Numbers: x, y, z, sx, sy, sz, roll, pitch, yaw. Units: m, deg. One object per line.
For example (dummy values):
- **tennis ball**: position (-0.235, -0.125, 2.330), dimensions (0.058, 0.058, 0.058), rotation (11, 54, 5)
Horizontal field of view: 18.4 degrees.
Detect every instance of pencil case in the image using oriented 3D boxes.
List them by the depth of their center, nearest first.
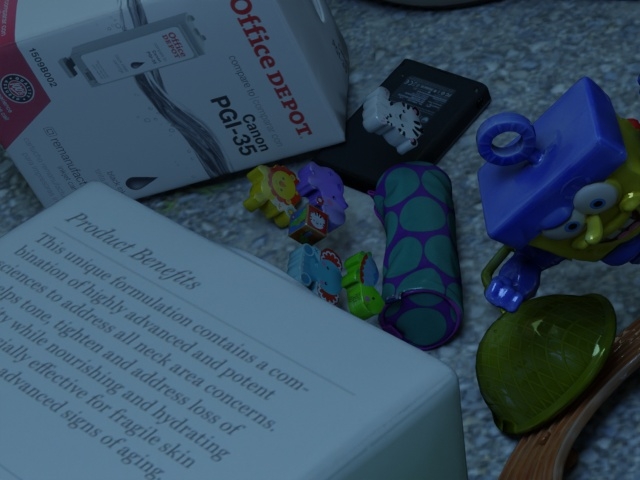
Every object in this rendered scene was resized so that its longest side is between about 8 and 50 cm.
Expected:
- **pencil case**: position (0.074, 0.010, 1.544), dimensions (0.070, 0.064, 0.152), rotation (-18, 43, 18)

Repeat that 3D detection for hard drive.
- **hard drive**: position (0.068, -0.094, 1.677), dimensions (0.094, 0.022, 0.135), rotation (23, 60, 37)

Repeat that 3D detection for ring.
- **ring**: position (0.251, 0.107, 1.294), dimensions (0.336, 0.032, 0.336), rotation (-38, 13, 10)

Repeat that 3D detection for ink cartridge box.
- **ink cartridge box**: position (-0.140, -0.154, 1.671), dimensions (0.283, 0.207, 0.117), rotation (-15, 43, 15)

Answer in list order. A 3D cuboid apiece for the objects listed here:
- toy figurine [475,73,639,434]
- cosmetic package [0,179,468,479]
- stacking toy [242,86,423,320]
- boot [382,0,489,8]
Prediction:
- **toy figurine**: position (0.164, -0.038, 1.326), dimensions (0.362, 0.217, 0.191), rotation (-40, 44, 33)
- **cosmetic package**: position (-0.149, 0.232, 1.176), dimensions (0.393, 0.327, 0.329), rotation (-34, 43, -31)
- **stacking toy**: position (0.000, 0.000, 1.553), dimensions (0.167, 0.052, 0.221), rotation (-31, 39, 41)
- **boot**: position (0.145, -0.343, 1.695), dimensions (0.377, 0.284, 0.138), rotation (6, 50, 25)
